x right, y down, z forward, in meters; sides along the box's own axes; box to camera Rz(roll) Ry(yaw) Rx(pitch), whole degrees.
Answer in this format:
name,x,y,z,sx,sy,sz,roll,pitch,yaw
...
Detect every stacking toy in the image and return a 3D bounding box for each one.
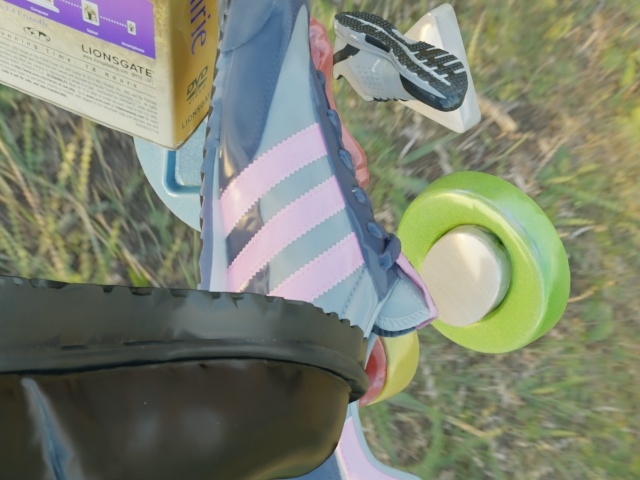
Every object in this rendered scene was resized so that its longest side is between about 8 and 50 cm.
name,x,y,z,sx,sy,sz,roll,pitch,yaw
stacking toy,0.005,-0.005,1.232,0.130,0.279,0.309,-34,105,-42

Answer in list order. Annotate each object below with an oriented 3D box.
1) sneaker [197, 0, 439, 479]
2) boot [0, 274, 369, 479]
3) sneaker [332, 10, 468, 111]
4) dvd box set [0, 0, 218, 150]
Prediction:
name,x,y,z,sx,sy,sz,roll,pitch,yaw
sneaker,0.000,0.000,0.970,0.131,0.112,0.319,1,84,3
boot,-0.105,0.148,0.715,0.131,0.348,0.260,-1,84,35
sneaker,0.046,-0.098,1.046,0.040,0.109,0.044,-12,124,-36
dvd box set,-0.201,-0.265,0.972,0.307,0.420,0.062,22,50,18
